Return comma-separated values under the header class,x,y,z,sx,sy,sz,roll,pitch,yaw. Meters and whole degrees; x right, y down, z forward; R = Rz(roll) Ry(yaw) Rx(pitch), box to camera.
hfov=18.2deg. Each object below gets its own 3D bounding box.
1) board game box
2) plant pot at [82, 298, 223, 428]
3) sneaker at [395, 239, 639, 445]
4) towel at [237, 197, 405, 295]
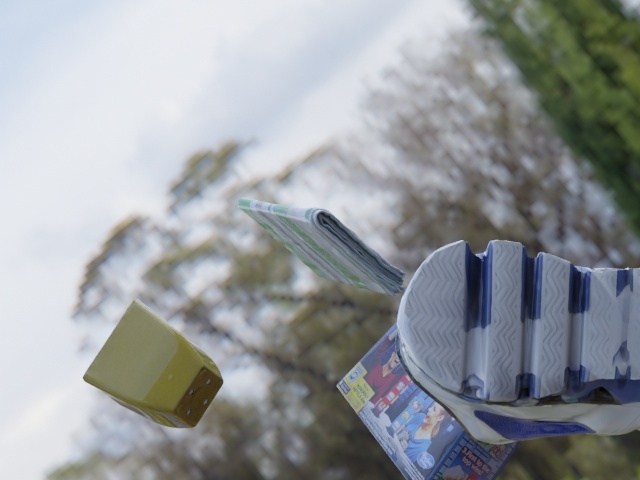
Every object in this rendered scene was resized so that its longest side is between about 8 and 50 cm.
class,x,y,z,sx,sy,sz,roll,pitch,yaw
board game box,0.128,0.109,1.663,0.194,0.060,0.194,-46,31,4
plant pot,-0.131,0.112,1.666,0.081,0.083,0.081,-57,-29,-7
sneaker,0.188,0.077,1.337,0.182,0.315,0.127,137,143,-75
towel,0.000,0.000,1.720,0.023,0.113,0.152,-53,25,-12
